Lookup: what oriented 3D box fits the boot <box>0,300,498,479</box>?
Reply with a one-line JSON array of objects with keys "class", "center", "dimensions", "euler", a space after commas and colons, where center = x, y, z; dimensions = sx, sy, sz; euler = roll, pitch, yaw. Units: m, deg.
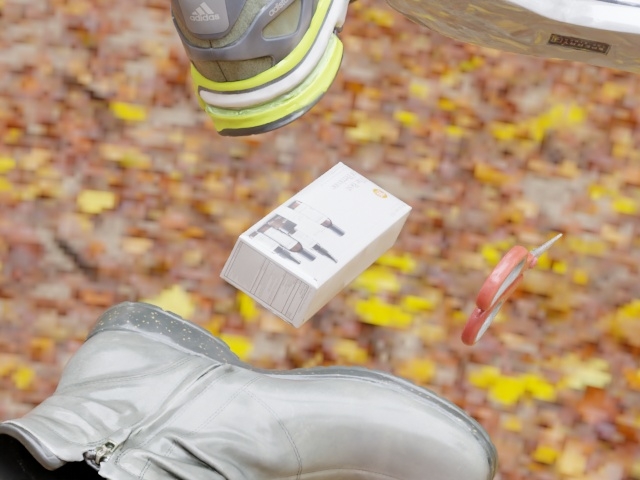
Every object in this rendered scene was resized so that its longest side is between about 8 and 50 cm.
[{"class": "boot", "center": [-0.040, 0.124, 1.010], "dimensions": [0.246, 0.083, 0.161], "euler": [17, 28, 7]}]

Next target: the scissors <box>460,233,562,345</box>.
[{"class": "scissors", "center": [0.222, 0.019, 2.072], "dimensions": [0.021, 0.109, 0.297], "euler": [30, 35, 15]}]

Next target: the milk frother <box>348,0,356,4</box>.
[{"class": "milk frother", "center": [0.013, -0.273, 1.538], "dimensions": [0.134, 0.129, 0.143], "euler": [-35, 70, -32]}]

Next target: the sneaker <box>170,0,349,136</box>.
[{"class": "sneaker", "center": [-0.023, -0.213, 1.221], "dimensions": [0.111, 0.121, 0.300], "euler": [-3, 52, 19]}]

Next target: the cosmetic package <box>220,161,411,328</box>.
[{"class": "cosmetic package", "center": [0.000, 0.000, 2.020], "dimensions": [0.099, 0.060, 0.239], "euler": [35, 32, 10]}]

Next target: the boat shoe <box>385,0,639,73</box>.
[{"class": "boat shoe", "center": [0.178, -0.199, 1.513], "dimensions": [0.267, 0.088, 0.096], "euler": [10, -20, -1]}]
